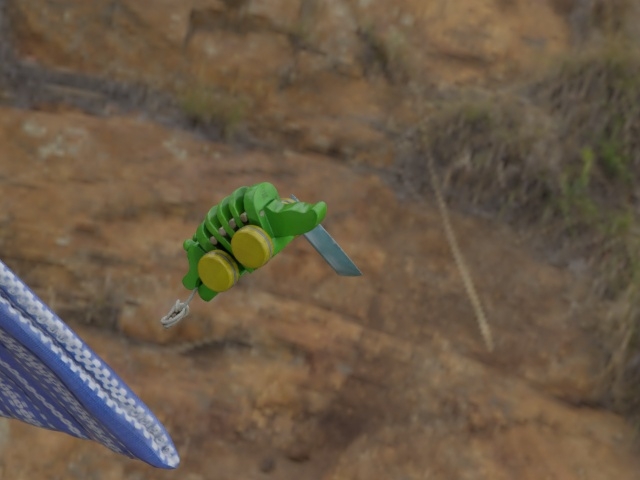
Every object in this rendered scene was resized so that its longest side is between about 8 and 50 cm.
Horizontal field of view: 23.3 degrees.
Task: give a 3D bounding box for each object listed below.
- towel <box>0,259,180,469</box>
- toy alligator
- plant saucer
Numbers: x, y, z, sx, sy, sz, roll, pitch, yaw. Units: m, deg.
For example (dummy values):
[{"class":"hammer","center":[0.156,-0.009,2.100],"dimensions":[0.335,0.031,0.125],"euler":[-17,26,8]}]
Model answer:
[{"class":"towel","center":[-0.241,0.017,0.753],"dimensions":[0.336,0.243,0.040],"euler":[5,55,49]},{"class":"toy alligator","center":[-0.069,0.005,1.071],"dimensions":[0.051,0.189,0.056],"euler":[53,42,-3]},{"class":"plant saucer","center":[0.000,0.000,1.708],"dimensions":[0.119,0.021,0.119],"euler":[49,0,0]}]
